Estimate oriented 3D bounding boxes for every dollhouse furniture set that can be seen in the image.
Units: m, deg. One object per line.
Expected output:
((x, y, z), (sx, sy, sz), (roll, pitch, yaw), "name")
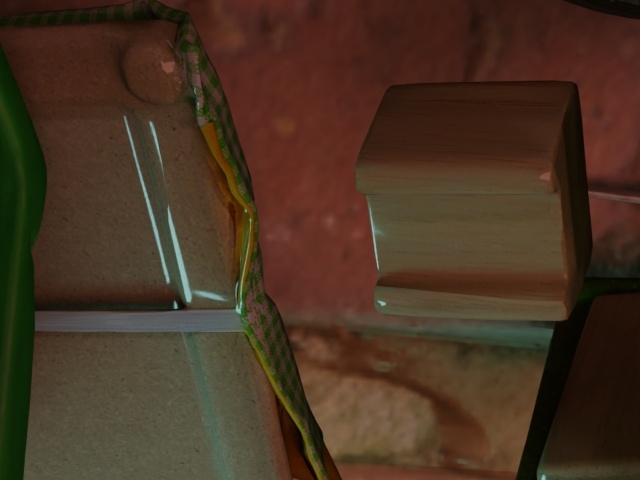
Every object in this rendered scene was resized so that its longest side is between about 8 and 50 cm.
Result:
((0.000, 0.000, 0.515), (0.301, 0.151, 0.197), (0, 120, 19), "dollhouse furniture set")

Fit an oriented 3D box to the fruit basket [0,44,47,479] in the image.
((-0.262, -0.039, 0.302), (0.392, 0.283, 0.392), (-2, 139, -2), "fruit basket")

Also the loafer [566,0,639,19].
((0.072, -0.111, 0.497), (0.251, 0.087, 0.094), (10, 108, -19), "loafer")

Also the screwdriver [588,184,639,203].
((0.097, -0.012, 0.582), (0.170, 0.024, 0.025), (2, 82, -15), "screwdriver")
